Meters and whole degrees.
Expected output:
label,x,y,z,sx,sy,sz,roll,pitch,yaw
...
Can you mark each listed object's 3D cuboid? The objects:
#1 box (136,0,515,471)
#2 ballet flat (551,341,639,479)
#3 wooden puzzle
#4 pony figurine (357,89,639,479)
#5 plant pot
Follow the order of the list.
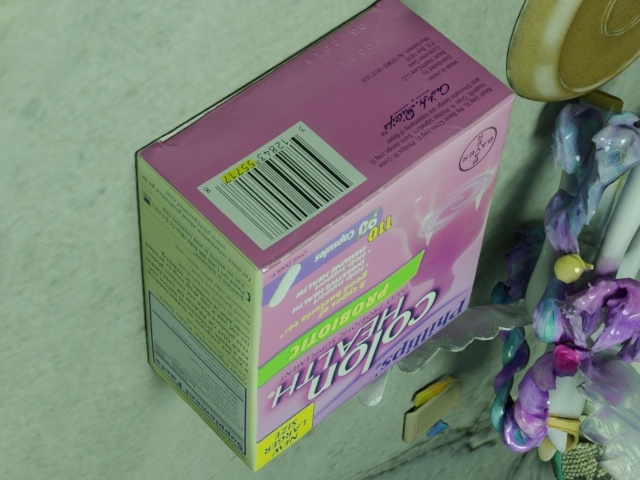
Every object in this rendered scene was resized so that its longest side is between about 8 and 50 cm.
label,x,y,z,sx,sy,sz,roll,pitch,yaw
box,0.000,0.000,1.031,0.213,0.117,0.243,-35,153,-26
ballet flat,0.485,0.145,2.023,0.483,0.164,0.182,-39,139,-12
wooden puzzle,0.116,0.175,1.612,0.078,0.014,0.116,-29,150,-26
pony figurine,0.220,0.058,1.351,0.351,0.303,0.363,-11,122,-66
plant pot,0.241,-0.200,1.228,0.236,0.032,0.236,-37,153,-22
